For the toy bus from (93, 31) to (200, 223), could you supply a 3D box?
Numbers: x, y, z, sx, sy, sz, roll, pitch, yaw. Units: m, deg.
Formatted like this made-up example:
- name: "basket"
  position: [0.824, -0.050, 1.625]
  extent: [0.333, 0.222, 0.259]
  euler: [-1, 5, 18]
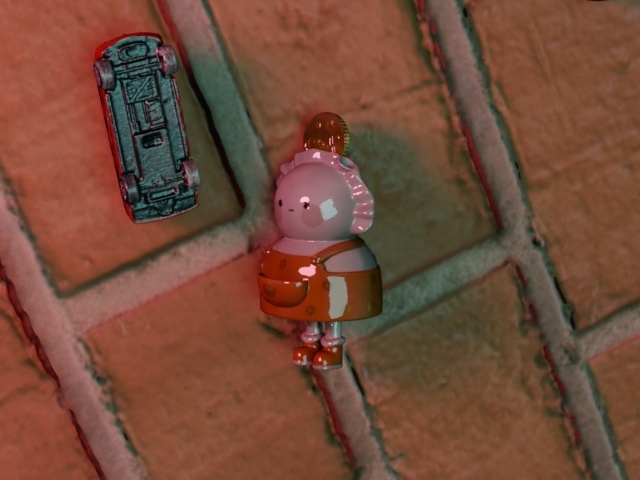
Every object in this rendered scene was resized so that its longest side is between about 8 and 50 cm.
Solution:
- name: "toy bus"
  position: [-0.184, -0.121, 1.886]
  extent: [0.081, 0.089, 0.195]
  euler: [-16, 109, -16]

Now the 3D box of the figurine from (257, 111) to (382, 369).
- name: "figurine"
  position: [0.006, 0.002, 1.968]
  extent: [0.143, 0.143, 0.271]
  euler: [13, 85, -22]
